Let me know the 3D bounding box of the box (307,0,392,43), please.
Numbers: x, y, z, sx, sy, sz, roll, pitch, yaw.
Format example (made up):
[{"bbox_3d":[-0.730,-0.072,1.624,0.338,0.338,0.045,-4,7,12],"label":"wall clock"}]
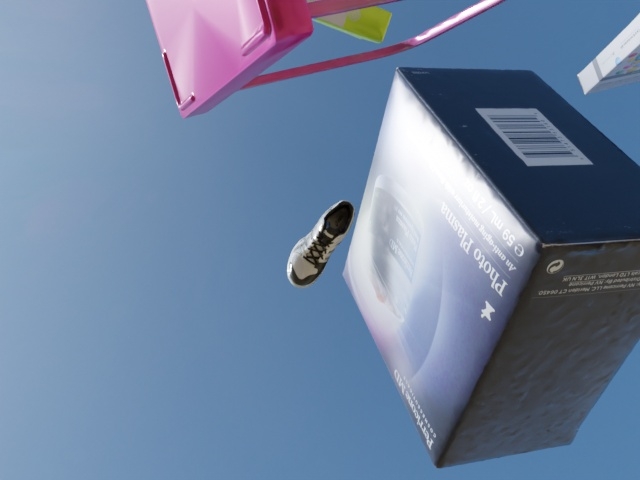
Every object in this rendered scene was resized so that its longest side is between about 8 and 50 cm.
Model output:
[{"bbox_3d":[-0.011,-0.292,0.847,0.178,0.109,0.043,16,-75,-15],"label":"box"}]

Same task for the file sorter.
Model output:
[{"bbox_3d":[-0.018,-0.247,0.395,0.182,0.202,0.291,-18,-83,-21],"label":"file sorter"}]

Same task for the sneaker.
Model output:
[{"bbox_3d":[0.000,0.000,0.565,0.031,0.037,0.083,32,-107,0],"label":"sneaker"}]

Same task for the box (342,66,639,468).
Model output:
[{"bbox_3d":[0.171,0.020,0.719,0.182,0.296,0.294,-4,-50,-19],"label":"box"}]

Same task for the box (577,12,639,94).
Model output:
[{"bbox_3d":[0.468,-0.273,0.960,0.145,0.186,0.038,-15,-103,-10],"label":"box"}]
